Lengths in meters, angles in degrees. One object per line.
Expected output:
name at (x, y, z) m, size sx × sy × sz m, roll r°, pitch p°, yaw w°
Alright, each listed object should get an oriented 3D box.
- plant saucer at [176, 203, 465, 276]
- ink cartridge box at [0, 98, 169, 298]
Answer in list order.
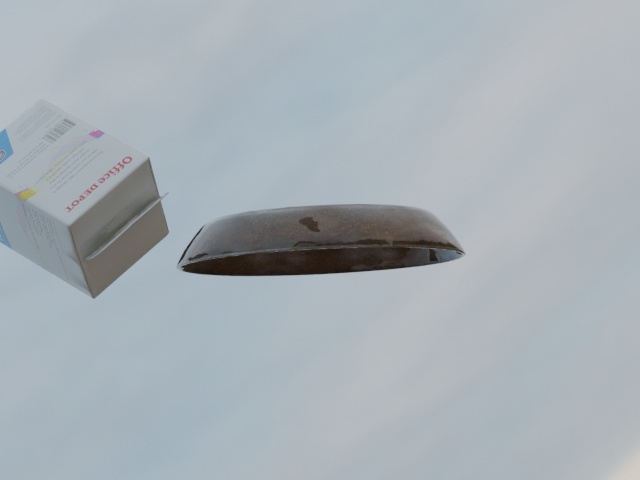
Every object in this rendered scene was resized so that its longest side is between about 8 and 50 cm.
plant saucer at (0.000, 0.000, 1.144) m, size 0.168 × 0.029 × 0.168 m, roll -2°, pitch -6°, yaw 0°
ink cartridge box at (-0.194, -0.030, 1.558) m, size 0.092 × 0.143 × 0.090 m, roll -43°, pitch -35°, yaw -26°
